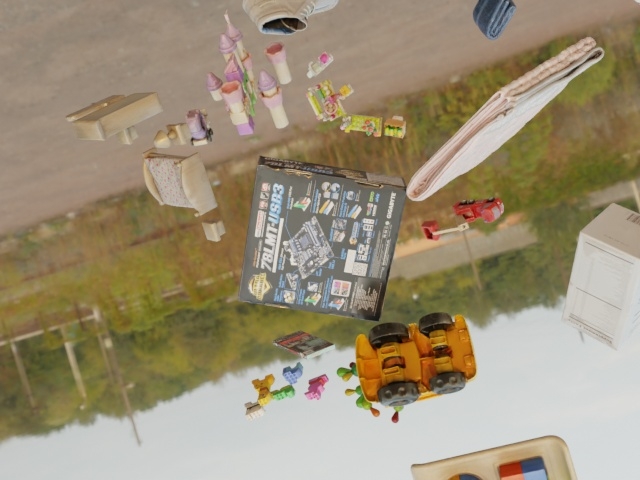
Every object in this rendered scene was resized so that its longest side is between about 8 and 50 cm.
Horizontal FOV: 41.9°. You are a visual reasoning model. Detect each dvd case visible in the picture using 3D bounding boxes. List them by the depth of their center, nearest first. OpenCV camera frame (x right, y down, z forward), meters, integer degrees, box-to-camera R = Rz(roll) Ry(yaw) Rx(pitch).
[{"bbox_3d":[-0.039,0.237,1.903,0.087,0.013,0.119,-16,-159,-41],"label":"dvd case"}]

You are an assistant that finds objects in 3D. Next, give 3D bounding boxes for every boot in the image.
[{"bbox_3d":[-0.052,-0.548,2.009,0.258,0.123,0.095,-13,148,-22],"label":"boot"}]

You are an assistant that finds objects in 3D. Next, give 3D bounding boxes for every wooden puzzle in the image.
[{"bbox_3d":[0.400,0.604,1.822,0.347,0.322,0.080,-15,-162,16],"label":"wooden puzzle"}]

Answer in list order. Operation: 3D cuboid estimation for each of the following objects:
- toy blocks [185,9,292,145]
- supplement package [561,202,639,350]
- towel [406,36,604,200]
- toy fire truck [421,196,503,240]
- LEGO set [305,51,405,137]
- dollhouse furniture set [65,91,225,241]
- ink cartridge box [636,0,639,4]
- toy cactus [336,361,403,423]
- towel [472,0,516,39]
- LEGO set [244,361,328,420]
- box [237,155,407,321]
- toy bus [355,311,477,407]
[{"bbox_3d":[-0.259,-0.477,2.413,0.308,0.260,0.289,-10,-135,11],"label":"toy blocks"},{"bbox_3d":[0.595,0.075,1.688,0.139,0.244,0.134,31,-132,33],"label":"supplement package"},{"bbox_3d":[0.336,-0.220,1.535,0.332,0.053,0.317,-32,171,-38],"label":"towel"},{"bbox_3d":[0.381,-0.058,2.235,0.192,0.047,0.135,-4,-149,43],"label":"toy fire truck"},{"bbox_3d":[0.064,-0.314,2.001,0.132,0.287,0.107,-49,174,25],"label":"LEGO set"},{"bbox_3d":[-0.423,-0.147,1.949,0.174,0.356,0.303,-33,-152,-34],"label":"dollhouse furniture set"},{"bbox_3d":[0.599,-0.547,1.184,0.279,0.385,0.160,3,-146,16],"label":"ink cartridge box"},{"bbox_3d":[0.149,0.371,2.233,0.112,0.181,0.219,8,-162,-47],"label":"toy cactus"},{"bbox_3d":[0.264,-0.355,1.289,0.029,0.067,0.119,21,-154,-14],"label":"towel"},{"bbox_3d":[-0.102,0.370,2.012,0.227,0.087,0.093,-23,-156,15],"label":"LEGO set"},{"bbox_3d":[0.000,0.000,1.648,0.293,0.296,0.073,8,-159,-3],"label":"box"},{"bbox_3d":[0.200,0.249,1.615,0.220,0.149,0.211,-15,152,14],"label":"toy bus"}]
